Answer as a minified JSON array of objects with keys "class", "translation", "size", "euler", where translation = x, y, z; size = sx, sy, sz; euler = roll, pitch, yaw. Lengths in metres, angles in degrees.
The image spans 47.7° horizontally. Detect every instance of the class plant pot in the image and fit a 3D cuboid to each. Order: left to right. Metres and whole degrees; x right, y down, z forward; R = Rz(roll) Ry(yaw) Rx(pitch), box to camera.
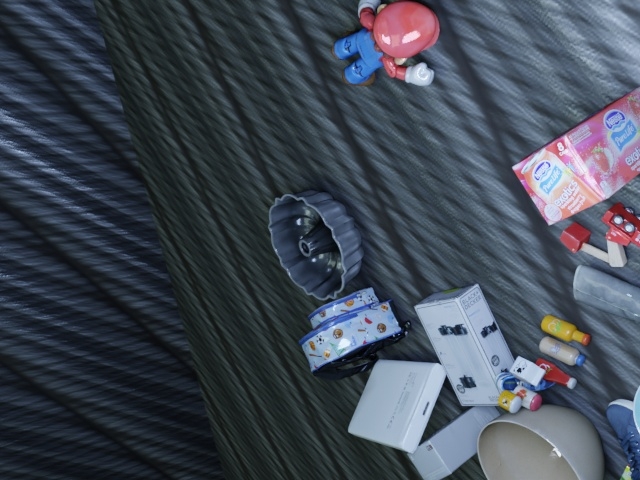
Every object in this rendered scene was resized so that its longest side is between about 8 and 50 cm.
[{"class":"plant pot","translation":[0.529,0.486,1.646],"size":[0.284,0.191,0.284],"euler":[32,136,38]}]

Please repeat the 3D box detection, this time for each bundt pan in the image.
[{"class":"bundt pan","translation":[0.000,0.000,2.069],"size":[0.331,0.124,0.330],"euler":[32,136,38]}]

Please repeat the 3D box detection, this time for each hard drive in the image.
[{"class":"hard drive","translation":[0.202,0.442,1.978],"size":[0.047,0.233,0.353],"euler":[30,164,-15]}]

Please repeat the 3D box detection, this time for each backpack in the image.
[{"class":"backpack","translation":[0.075,0.265,2.031],"size":[0.213,0.263,0.276],"euler":[57,147,15]}]

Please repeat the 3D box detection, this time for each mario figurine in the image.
[{"class":"mario figurine","translation":[0.161,-0.436,1.582],"size":[0.198,0.170,0.320],"euler":[32,166,-21]}]

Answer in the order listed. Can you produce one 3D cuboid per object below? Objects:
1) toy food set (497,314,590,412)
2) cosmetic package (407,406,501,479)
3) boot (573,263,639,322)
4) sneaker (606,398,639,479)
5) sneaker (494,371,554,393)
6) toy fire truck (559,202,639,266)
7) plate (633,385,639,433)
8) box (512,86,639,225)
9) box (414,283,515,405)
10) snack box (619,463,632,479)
[{"class":"toy food set","translation":[0.495,0.290,1.574],"size":[0.104,0.232,0.111],"euler":[24,165,43]},{"class":"cosmetic package","translation":[0.353,0.513,1.858],"size":[0.107,0.238,0.127],"euler":[53,146,13]},{"class":"boot","translation":[0.591,0.095,1.386],"size":[0.208,0.076,0.189],"euler":[39,150,39]},{"class":"sneaker","translation":[0.661,0.480,1.439],"size":[0.131,0.148,0.350],"euler":[80,164,-49]},{"class":"sneaker","translation":[0.476,0.327,1.668],"size":[0.144,0.059,0.053],"euler":[-12,88,12]},{"class":"toy fire truck","translation":[0.567,0.004,1.379],"size":[0.192,0.047,0.135],"euler":[42,142,26]},{"class":"plate","translation":[0.706,0.337,1.398],"size":[0.188,0.024,0.188],"euler":[-6,81,39]},{"class":"box","translation":[0.465,-0.145,1.218],"size":[0.122,0.257,0.128],"euler":[58,147,2]},{"class":"box","translation":[0.370,0.262,1.793],"size":[0.169,0.087,0.290],"euler":[-23,95,57]},{"class":"snack box","translation":[0.737,0.582,1.545],"size":[0.207,0.070,0.174],"euler":[37,140,34]}]
